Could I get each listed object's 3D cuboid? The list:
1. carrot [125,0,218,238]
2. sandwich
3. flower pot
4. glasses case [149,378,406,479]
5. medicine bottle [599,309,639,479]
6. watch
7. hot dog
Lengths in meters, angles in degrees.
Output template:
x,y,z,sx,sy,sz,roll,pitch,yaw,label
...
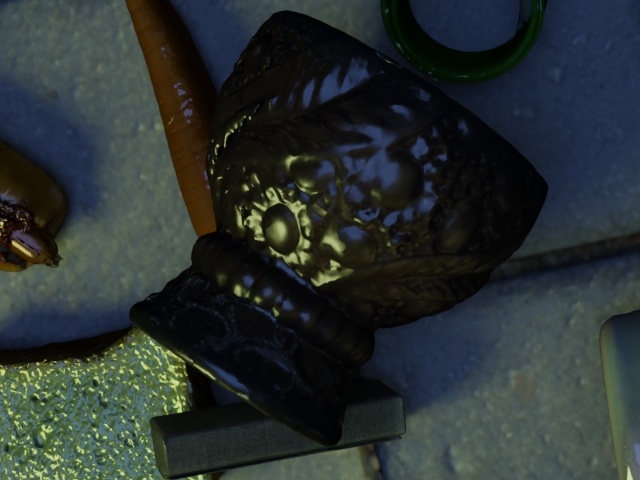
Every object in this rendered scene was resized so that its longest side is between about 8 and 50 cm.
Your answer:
x,y,z,sx,sy,sz,roll,pitch,yaw,label
-0.109,-0.110,1.464,0.069,0.069,0.336,-22,86,11,carrot
-0.199,0.159,1.500,0.214,0.065,0.186,-12,94,11,sandwich
0.000,0.000,1.329,0.266,0.266,0.267,34,88,5,flower pot
-0.036,0.160,1.432,0.204,0.071,0.047,-8,99,-14,glasses case
0.420,0.134,1.314,0.388,0.219,0.219,-10,94,11,medicine bottle
0.105,-0.215,1.394,0.165,0.131,0.152,13,116,4,watch
-0.324,-0.056,1.492,0.249,0.076,0.102,34,97,5,hot dog
